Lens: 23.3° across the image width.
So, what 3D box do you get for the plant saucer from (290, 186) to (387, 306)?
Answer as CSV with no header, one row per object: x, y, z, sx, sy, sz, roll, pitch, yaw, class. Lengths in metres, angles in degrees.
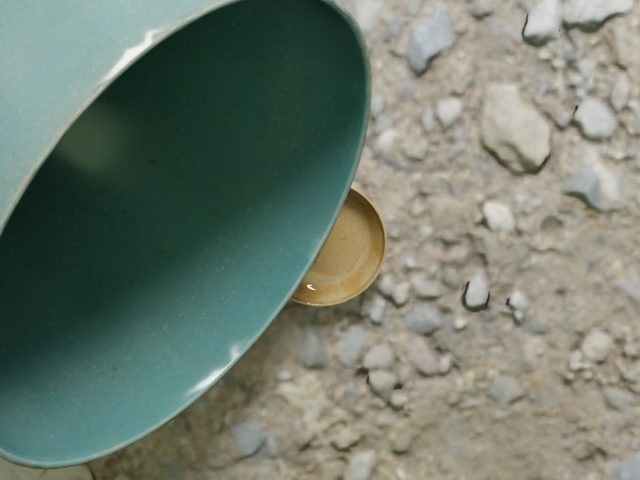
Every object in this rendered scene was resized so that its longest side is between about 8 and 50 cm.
0.000,0.000,0.972,0.083,0.015,0.083,0,108,-1,plant saucer

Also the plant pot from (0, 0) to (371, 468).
-0.140,-0.050,0.843,0.195,0.290,0.290,35,107,26,plant pot
